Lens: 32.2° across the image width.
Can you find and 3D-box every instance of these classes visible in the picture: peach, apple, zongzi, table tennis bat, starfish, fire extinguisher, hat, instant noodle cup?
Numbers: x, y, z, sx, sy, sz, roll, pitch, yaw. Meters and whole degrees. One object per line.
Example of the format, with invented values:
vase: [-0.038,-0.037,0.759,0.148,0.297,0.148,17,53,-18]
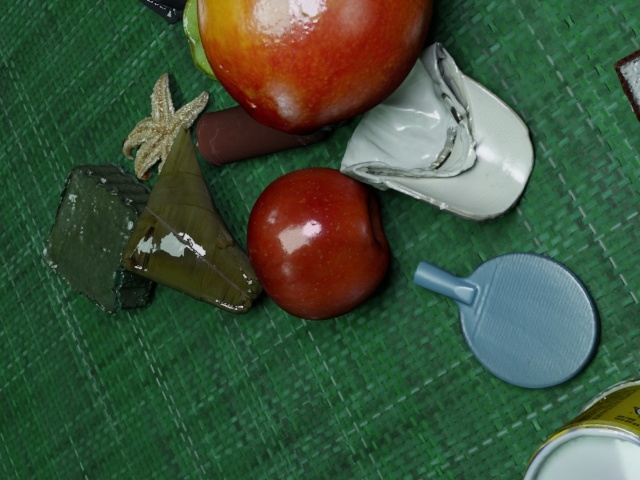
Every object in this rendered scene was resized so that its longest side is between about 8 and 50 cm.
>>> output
peach: [-0.011,-0.352,1.734,0.388,0.388,0.389,0,90,35]
apple: [0.000,0.000,1.887,0.216,0.260,0.261,-19,79,16]
zongzi: [-0.199,-0.037,2.083,0.273,0.145,0.300,23,87,3]
table tennis bat: [0.297,0.112,1.799,0.329,0.044,0.215,24,105,30]
starfish: [-0.312,-0.224,2.217,0.238,0.071,0.216,-28,79,25]
fire extinguisher: [-0.068,-0.234,2.029,0.336,0.106,0.147,-10,60,34]
hat: [0.200,-0.151,1.824,0.301,0.168,0.258,32,81,8]
instant noodle cup: [0.444,0.362,1.565,0.325,0.254,0.326,-1,89,35]

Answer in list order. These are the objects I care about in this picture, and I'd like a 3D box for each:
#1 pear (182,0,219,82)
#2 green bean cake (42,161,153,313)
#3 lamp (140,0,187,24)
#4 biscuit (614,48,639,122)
pear: [-0.132,-0.372,2.026,0.255,0.164,0.238,-9,86,42]
green bean cake: [-0.431,-0.005,2.259,0.241,0.132,0.255,30,111,29]
lamp: [-0.355,-0.605,2.118,0.205,0.272,0.374,-29,73,30]
biscuit: [0.607,-0.294,1.560,0.388,0.073,0.107,-29,75,31]
